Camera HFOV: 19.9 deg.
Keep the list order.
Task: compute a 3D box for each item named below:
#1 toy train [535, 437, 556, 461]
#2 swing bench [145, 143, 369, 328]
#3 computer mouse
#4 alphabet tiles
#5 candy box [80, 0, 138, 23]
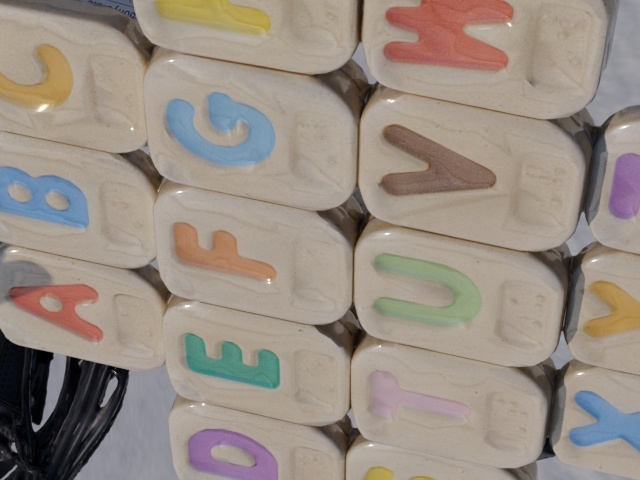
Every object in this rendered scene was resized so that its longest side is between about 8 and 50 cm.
[{"bbox_3d":[0.120,0.069,0.765,0.027,0.158,0.036,34,57,-22],"label":"toy train"},{"bbox_3d":[-0.020,-0.055,1.490,0.165,0.255,0.253,-43,69,-11],"label":"swing bench"},{"bbox_3d":[-0.217,0.096,1.037,0.072,0.272,0.188,37,83,-50],"label":"computer mouse"},{"bbox_3d":[0.013,0.008,0.600,0.278,0.284,0.021,12,48,10],"label":"alphabet tiles"},{"bbox_3d":[-0.132,-0.215,0.893,0.122,0.268,0.317,14,115,-36],"label":"candy box"}]
